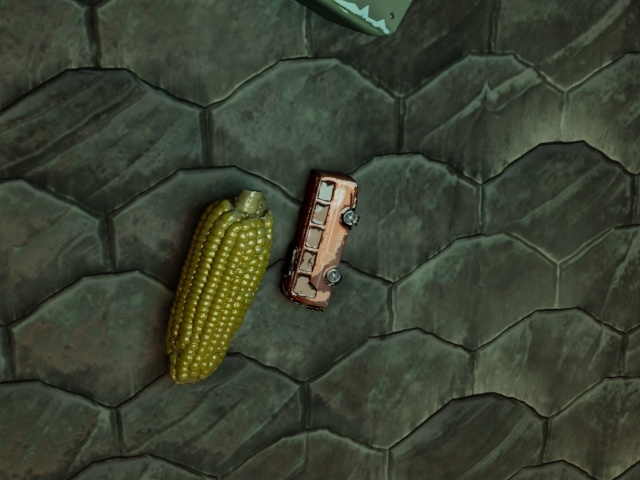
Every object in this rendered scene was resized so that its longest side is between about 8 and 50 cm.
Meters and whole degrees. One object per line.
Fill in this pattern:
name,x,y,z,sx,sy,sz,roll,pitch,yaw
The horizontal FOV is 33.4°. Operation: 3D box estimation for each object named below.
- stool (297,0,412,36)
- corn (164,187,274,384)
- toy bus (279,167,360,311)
stool,0.056,-0.461,1.559,0.170,0.243,0.270,27,96,-26
corn,-0.168,0.074,1.716,0.130,0.130,0.347,15,105,-24
toy bus,0.000,0.000,1.791,0.096,0.073,0.235,14,102,-15
